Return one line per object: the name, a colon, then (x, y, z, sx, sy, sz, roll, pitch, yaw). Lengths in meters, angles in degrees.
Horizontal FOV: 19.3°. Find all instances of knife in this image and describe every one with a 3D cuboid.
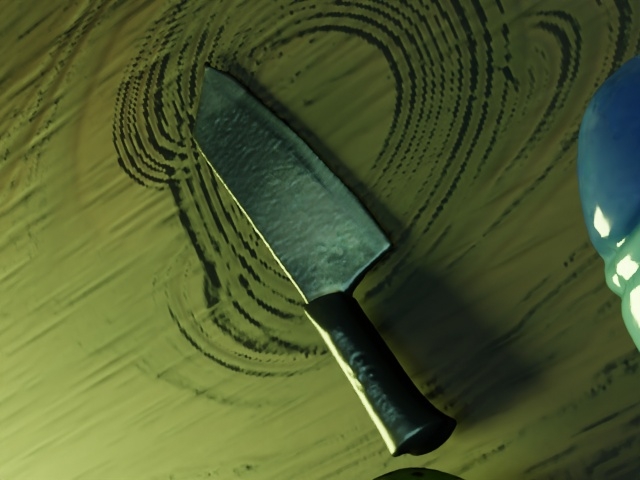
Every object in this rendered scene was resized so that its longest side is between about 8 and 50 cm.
knife: (0.000, 0.000, 0.908, 0.060, 0.028, 0.230, -44, 65, 21)

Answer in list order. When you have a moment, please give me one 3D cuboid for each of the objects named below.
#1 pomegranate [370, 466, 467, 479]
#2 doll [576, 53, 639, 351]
pomegranate: (0.055, 0.167, 0.837, 0.142, 0.114, 0.114, 29, 116, 5)
doll: (0.217, -0.011, 0.620, 0.376, 0.187, 0.365, 21, 103, 52)
